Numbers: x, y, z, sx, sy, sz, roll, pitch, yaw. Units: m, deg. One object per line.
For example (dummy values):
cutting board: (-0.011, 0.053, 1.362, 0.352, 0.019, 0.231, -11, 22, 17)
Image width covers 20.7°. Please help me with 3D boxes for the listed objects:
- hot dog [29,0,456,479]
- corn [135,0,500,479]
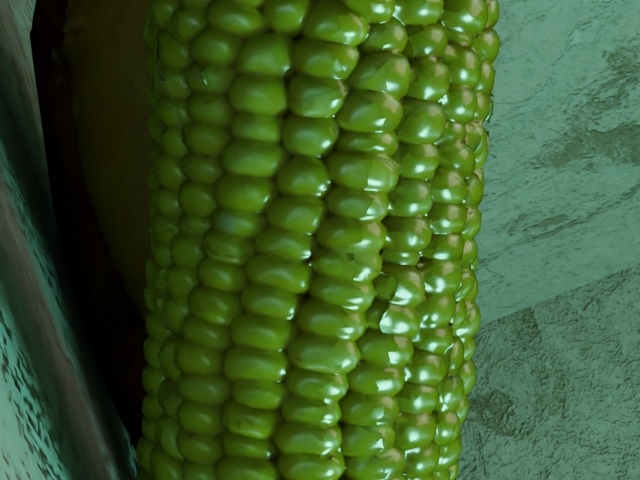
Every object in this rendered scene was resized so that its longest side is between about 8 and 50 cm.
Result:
hot dog: (-0.039, -0.009, 0.617, 0.194, 0.107, 0.326, 94, -15, -49)
corn: (0.000, 0.000, 0.476, 0.106, 0.106, 0.293, -120, -149, -82)
